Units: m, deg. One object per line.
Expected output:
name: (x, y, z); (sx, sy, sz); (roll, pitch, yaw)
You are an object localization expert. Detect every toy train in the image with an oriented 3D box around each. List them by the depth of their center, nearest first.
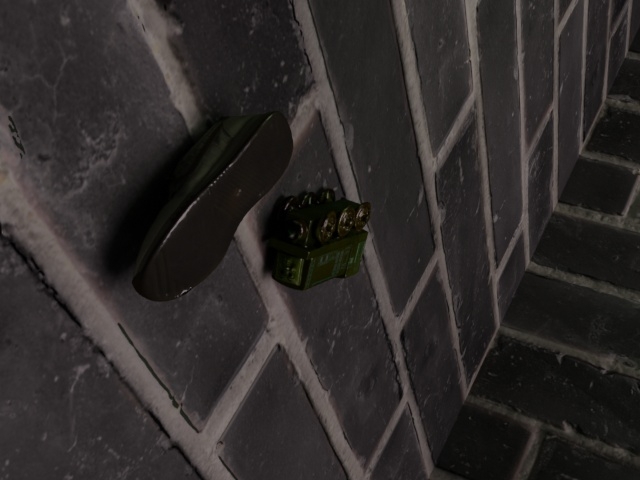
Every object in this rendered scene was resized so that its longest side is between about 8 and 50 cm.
toy train: (0.000, 0.000, 1.354); (0.225, 0.090, 0.137); (-17, 125, -60)

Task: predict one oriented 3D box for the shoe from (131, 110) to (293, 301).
shoe: (-0.138, -0.048, 1.037); (0.275, 0.098, 0.103); (-54, 142, -30)
